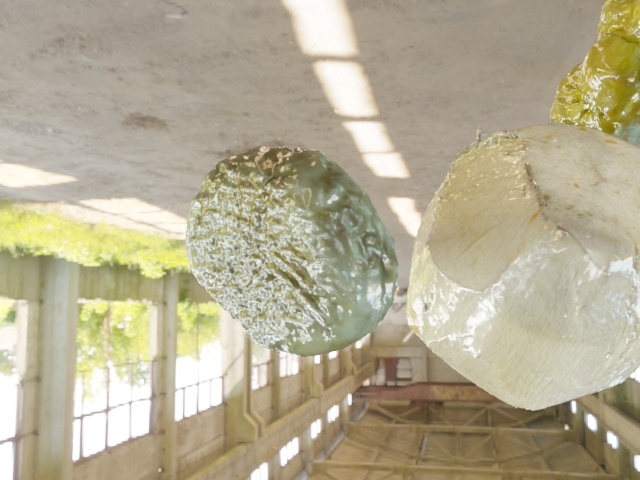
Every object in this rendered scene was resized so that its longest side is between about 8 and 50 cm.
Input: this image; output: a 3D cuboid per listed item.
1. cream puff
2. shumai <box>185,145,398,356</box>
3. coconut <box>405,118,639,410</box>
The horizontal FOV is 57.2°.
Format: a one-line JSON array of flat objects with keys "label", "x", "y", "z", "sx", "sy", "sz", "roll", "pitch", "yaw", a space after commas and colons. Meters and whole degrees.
[{"label": "cream puff", "x": 0.513, "y": -0.241, "z": 0.928, "sx": 0.323, "sy": 0.270, "sz": 0.274, "roll": 31, "pitch": 140, "yaw": -30}, {"label": "shumai", "x": 0.000, "y": 0.000, "z": 0.669, "sx": 0.260, "sy": 0.225, "sz": 0.222, "roll": 12, "pitch": -159, "yaw": 43}, {"label": "coconut", "x": 0.287, "y": 0.048, "z": 0.789, "sx": 0.346, "sy": 0.346, "sz": 0.360, "roll": 1, "pitch": 138, "yaw": -8}]
